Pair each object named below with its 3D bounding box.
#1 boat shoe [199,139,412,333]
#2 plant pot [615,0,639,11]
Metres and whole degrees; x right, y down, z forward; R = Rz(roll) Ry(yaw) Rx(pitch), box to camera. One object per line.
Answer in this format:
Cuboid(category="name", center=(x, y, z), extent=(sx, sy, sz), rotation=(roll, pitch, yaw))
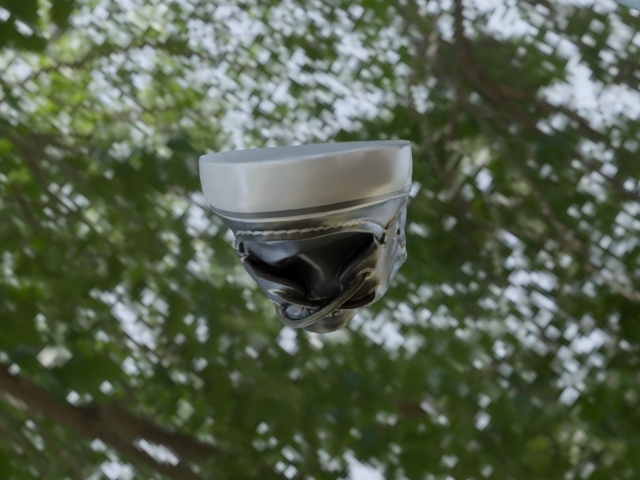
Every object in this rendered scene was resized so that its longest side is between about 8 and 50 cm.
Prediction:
Cuboid(category="boat shoe", center=(0.000, 0.000, 0.733), extent=(0.228, 0.080, 0.076), rotation=(-9, -85, -87))
Cuboid(category="plant pot", center=(0.275, -0.253, 1.089), extent=(0.252, 0.247, 0.247), rotation=(50, -122, -50))
